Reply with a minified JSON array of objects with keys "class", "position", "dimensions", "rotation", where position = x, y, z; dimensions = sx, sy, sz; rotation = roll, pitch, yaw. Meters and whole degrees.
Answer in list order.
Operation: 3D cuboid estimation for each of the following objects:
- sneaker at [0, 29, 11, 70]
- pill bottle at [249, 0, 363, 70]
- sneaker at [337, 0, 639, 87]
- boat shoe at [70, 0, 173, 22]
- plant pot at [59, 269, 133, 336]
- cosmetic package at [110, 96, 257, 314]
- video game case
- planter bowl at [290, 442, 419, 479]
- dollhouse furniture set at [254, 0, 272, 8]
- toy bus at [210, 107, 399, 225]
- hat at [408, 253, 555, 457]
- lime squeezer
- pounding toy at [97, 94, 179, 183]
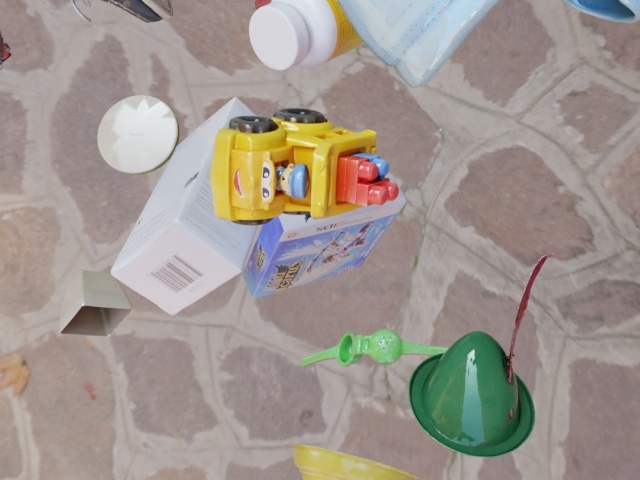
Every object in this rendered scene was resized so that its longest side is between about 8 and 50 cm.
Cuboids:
[{"class":"sneaker","position":[-0.403,-0.242,0.896],"dimensions":[0.065,0.061,0.158],"rotation":[7,97,-36]},{"class":"pill bottle","position":[-0.001,-0.315,1.067],"dimensions":[0.117,0.208,0.117],"rotation":[24,132,31]},{"class":"sneaker","position":[0.173,-0.207,0.421],"dimensions":[0.366,0.135,0.150],"rotation":[-27,100,6]},{"class":"boat shoe","position":[-0.251,-0.296,0.780],"dimensions":[0.079,0.254,0.095],"rotation":[-30,68,16]},{"class":"plant pot","position":[-0.451,0.120,1.484],"dimensions":[0.109,0.109,0.096],"rotation":[-43,54,33]},{"class":"cosmetic package","position":[-0.220,-0.073,1.433],"dimensions":[0.217,0.385,0.156],"rotation":[-33,120,33]},{"class":"video game case","position":[0.000,0.000,1.387],"dimensions":[0.244,0.269,0.061],"rotation":[-14,66,-24]},{"class":"planter bowl","position":[0.044,0.399,1.209],"dimensions":[0.217,0.217,0.090],"rotation":[13,70,7]},{"class":"dollhouse furniture set","position":[-0.066,-0.705,1.623],"dimensions":[0.152,0.201,0.374],"rotation":[-4,104,22]},{"class":"toy bus","position":[-0.010,-0.089,1.027],"dimensions":[0.211,0.220,0.149],"rotation":[18,113,35]},{"class":"hat","position":[0.214,0.144,0.977],"dimensions":[0.173,0.208,0.183],"rotation":[6,129,0]},{"class":"lime squeezer","position":[0.081,0.174,1.215],"dimensions":[0.310,0.110,0.059],"rotation":[-8,82,26]},{"class":"pounding toy","position":[-0.371,-0.208,1.676],"dimensions":[0.237,0.110,0.183],"rotation":[31,82,12]}]
